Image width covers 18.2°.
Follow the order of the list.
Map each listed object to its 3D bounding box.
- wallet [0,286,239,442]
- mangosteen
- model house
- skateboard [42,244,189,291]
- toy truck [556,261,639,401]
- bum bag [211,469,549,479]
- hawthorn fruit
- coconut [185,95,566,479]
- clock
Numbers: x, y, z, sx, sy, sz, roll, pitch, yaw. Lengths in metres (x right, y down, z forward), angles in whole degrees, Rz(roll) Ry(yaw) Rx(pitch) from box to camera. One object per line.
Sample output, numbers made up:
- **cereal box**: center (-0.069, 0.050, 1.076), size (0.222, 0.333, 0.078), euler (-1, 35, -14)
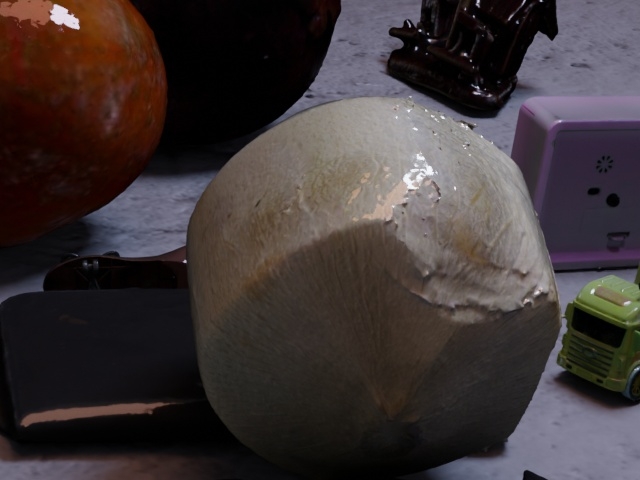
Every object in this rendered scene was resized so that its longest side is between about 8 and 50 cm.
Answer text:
- **wallet**: center (-0.057, 0.090, 1.474), size (0.378, 0.051, 0.197), euler (0, 26, -15)
- **mangosteen**: center (-0.154, -0.242, 1.943), size (0.347, 0.306, 0.307), euler (1, 20, 19)
- **model house**: center (0.167, -0.248, 2.223), size (0.141, 0.164, 0.203), euler (-6, 23, -42)
- **skateboard**: center (-0.145, 0.029, 1.591), size (0.151, 0.067, 0.080), euler (-1, 14, -9)
- **toy truck**: center (0.267, 0.056, 1.588), size (0.169, 0.100, 0.077), euler (-14, 28, -42)
- **bum bag**: center (0.056, 0.183, 1.246), size (0.310, 0.074, 0.137), euler (2, 10, -27)
- **hawthorn fruit**: center (-0.268, -0.126, 1.658), size (0.284, 0.284, 0.284), euler (6, 22, -3)
- **coconut**: center (0.039, 0.041, 1.312), size (0.245, 0.245, 0.247), euler (2, 43, -13)
- **clock**: center (0.265, -0.052, 1.788), size (0.197, 0.150, 0.063), euler (-3, 27, -22)
